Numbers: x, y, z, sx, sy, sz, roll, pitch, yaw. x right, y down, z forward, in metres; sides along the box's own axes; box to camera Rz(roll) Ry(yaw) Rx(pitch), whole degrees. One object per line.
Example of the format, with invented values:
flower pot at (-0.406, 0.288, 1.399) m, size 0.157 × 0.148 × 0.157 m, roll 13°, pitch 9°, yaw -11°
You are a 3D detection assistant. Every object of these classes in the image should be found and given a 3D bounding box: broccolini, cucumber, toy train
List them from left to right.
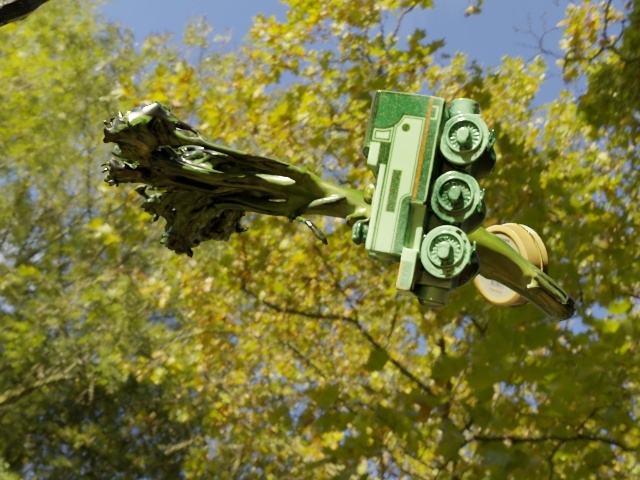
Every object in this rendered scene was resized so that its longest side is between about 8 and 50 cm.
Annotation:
cucumber at (-0.366, -0.276, 0.992) m, size 0.043 × 0.163 × 0.039 m, roll 29°, pitch -47°, yaw 23°
broccolini at (0.008, 0.003, 0.473) m, size 0.271 × 0.062 × 0.123 m, roll 20°, pitch -12°, yaw -4°
toy train at (0.040, -0.017, 0.329) m, size 0.053 × 0.033 × 0.083 m, roll 10°, pitch -97°, yaw 14°

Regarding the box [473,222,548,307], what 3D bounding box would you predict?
box at (0.233, 0.031, 1.039) m, size 0.105 × 0.037 × 0.105 m, roll 7°, pitch -81°, yaw 58°
